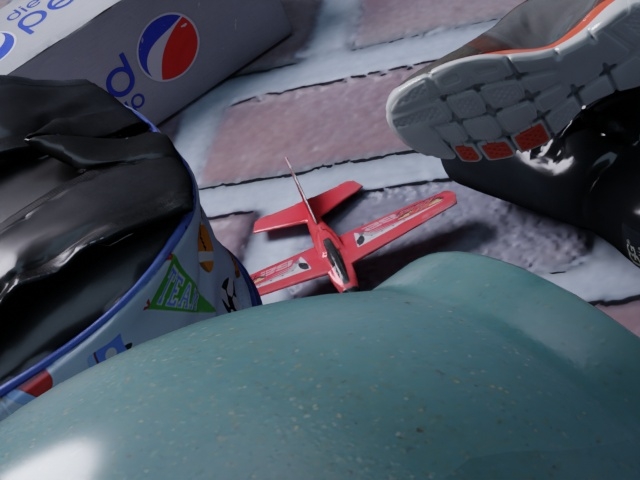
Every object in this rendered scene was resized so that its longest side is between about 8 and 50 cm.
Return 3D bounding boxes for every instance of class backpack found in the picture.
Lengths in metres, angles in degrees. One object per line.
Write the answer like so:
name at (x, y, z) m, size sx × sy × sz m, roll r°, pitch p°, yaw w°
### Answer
backpack at (-0.158, 0.057, 0.799) m, size 0.263 × 0.213 × 0.276 m, roll -36°, pitch 42°, yaw -3°

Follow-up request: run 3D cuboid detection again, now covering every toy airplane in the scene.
toy airplane at (0.000, 0.000, 0.934) m, size 0.151 × 0.028 × 0.151 m, roll -15°, pitch 35°, yaw 11°

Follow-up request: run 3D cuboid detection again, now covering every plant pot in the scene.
plant pot at (0.027, 0.128, 0.509) m, size 0.196 × 0.293 × 0.293 m, roll -45°, pitch 40°, yaw -20°

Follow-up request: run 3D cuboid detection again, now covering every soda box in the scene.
soda box at (-0.165, -0.114, 1.119) m, size 0.286 × 0.098 × 0.091 m, roll -37°, pitch 38°, yaw -17°

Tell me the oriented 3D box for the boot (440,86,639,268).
boot at (0.202, -0.086, 0.869) m, size 0.246 × 0.094 × 0.207 m, roll -41°, pitch 42°, yaw -12°

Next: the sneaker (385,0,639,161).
sneaker at (0.107, -0.090, 0.829) m, size 0.158 × 0.061 × 0.065 m, roll -19°, pitch 35°, yaw 7°
